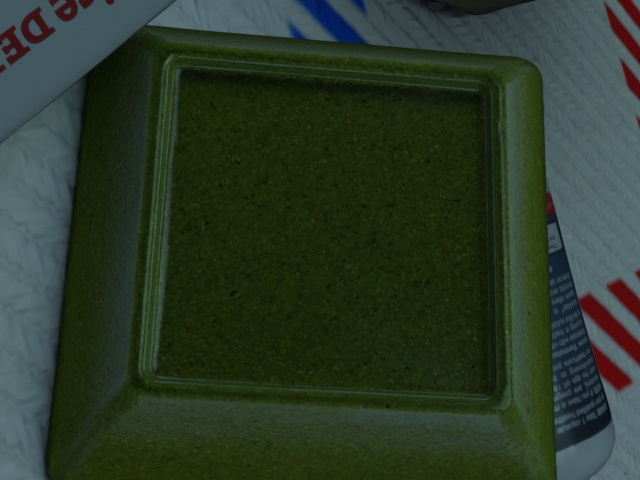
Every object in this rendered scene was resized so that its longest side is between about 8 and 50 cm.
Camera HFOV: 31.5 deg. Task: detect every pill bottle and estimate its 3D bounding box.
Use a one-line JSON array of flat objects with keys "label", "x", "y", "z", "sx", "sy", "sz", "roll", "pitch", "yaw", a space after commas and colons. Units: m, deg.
[{"label": "pill bottle", "x": 0.072, "y": 0.065, "z": 0.513, "sx": 0.108, "sy": 0.108, "sz": 0.180, "roll": -15, "pitch": 89, "yaw": -48}]

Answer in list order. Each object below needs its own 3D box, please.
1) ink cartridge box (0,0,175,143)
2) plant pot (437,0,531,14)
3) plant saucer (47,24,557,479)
[{"label": "ink cartridge box", "x": -0.153, "y": -0.122, "z": 0.344, "sx": 0.208, "sy": 0.087, "sz": 0.153, "roll": 56, "pitch": 46, "yaw": -20}, {"label": "plant pot", "x": 0.162, "y": -0.263, "z": 0.560, "sx": 0.334, "sy": 0.305, "sz": 0.334, "roll": 16, "pitch": 67, "yaw": -43}, {"label": "plant saucer", "x": 0.000, "y": 0.000, "z": 0.422, "sx": 0.188, "sy": 0.045, "sz": 0.188, "roll": 4, "pitch": 71, "yaw": -6}]
